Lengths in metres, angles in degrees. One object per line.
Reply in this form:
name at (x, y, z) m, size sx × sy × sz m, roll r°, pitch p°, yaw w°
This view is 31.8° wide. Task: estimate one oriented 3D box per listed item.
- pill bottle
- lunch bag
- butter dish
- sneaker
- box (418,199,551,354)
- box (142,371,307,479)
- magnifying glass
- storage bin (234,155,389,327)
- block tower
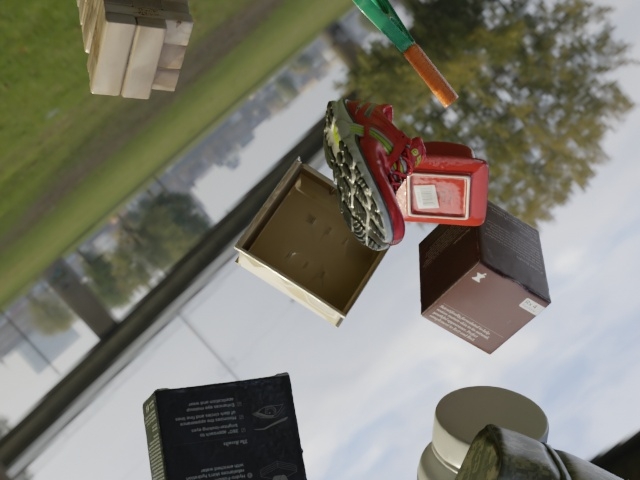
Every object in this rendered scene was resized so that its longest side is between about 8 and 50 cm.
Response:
pill bottle at (0.246, 0.422, 1.747) m, size 0.204 × 0.361 × 0.204 m, roll 2°, pitch -154°, yaw -1°
lunch bag at (0.290, 0.423, 1.487) m, size 0.212 × 0.256 × 0.305 m, roll -116°, pitch -132°, yaw -84°
butter dish at (0.203, -0.113, 1.882) m, size 0.160 × 0.160 × 0.118 m, roll 84°, pitch 13°, yaw -48°
sneaker at (0.078, -0.098, 1.410) m, size 0.118 × 0.107 × 0.279 m, roll -4°, pitch -139°, yaw -8°
box at (0.291, 0.057, 2.030) m, size 0.167 × 0.168 × 0.203 m, roll -46°, pitch -156°, yaw 33°
box at (-0.106, 0.240, 1.241) m, size 0.156 × 0.158 × 0.093 m, roll -4°, pitch 164°, yaw -20°
magnifying glass at (0.100, -0.271, 1.471) m, size 0.026 × 0.231 × 0.092 m, roll -40°, pitch -177°, yaw 22°
storage bin at (0.000, 0.000, 2.312) m, size 0.260 × 0.262 × 0.123 m, roll -56°, pitch 175°, yaw -19°
block tower at (-0.213, -0.288, 1.203) m, size 0.335 × 0.091 × 0.097 m, roll -108°, pitch -149°, yaw -41°
